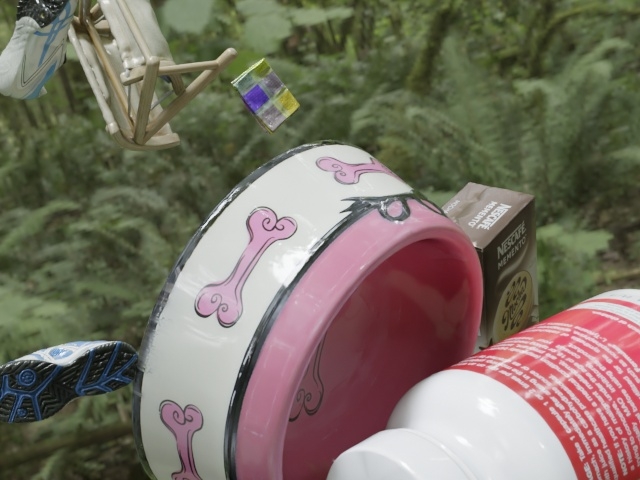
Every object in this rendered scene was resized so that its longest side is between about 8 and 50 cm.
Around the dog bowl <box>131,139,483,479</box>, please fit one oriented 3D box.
[{"bbox_3d":[0.011,0.114,1.140,0.150,0.408,0.408,25,33,32],"label":"dog bowl"}]

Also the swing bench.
[{"bbox_3d":[-0.290,-0.305,1.758,0.165,0.253,0.254,-13,-22,-39],"label":"swing bench"}]

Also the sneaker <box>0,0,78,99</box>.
[{"bbox_3d":[-0.387,-0.294,1.600,0.086,0.085,0.237,-7,-32,-44],"label":"sneaker"}]

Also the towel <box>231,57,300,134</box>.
[{"bbox_3d":[-0.069,-0.184,1.449,0.060,0.083,0.009,-41,14,-17],"label":"towel"}]

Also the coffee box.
[{"bbox_3d":[0.245,0.083,1.733,0.119,0.297,0.168,16,39,34],"label":"coffee box"}]

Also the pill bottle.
[{"bbox_3d":[0.210,0.208,1.098,0.408,0.229,0.229,-19,7,-38],"label":"pill bottle"}]

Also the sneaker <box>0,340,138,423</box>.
[{"bbox_3d":[-0.335,0.174,1.413,0.211,0.080,0.081,-9,6,-24],"label":"sneaker"}]
